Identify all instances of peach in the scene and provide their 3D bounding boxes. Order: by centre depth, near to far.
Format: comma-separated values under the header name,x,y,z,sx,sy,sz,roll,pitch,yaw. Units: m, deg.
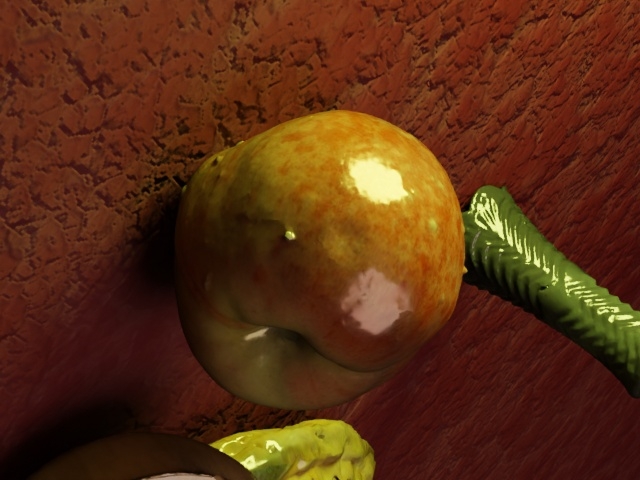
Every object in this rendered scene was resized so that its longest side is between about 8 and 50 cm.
name,x,y,z,sx,sy,sz,roll,pitch,yaw
peach,0.000,0.000,0.946,0.232,0.232,0.232,-38,150,-26

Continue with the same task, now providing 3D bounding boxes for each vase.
name,x,y,z,sx,sy,sz,roll,pitch,yaw
vase,0.232,0.053,1.300,0.115,0.237,0.115,-38,151,-26

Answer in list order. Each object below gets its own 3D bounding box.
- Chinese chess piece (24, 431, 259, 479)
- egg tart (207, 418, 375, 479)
name,x,y,z,sx,sy,sz,roll,pitch,yaw
Chinese chess piece,-0.137,0.272,1.010,0.257,0.104,0.257,-6,103,-27
egg tart,-0.086,0.365,1.252,0.443,0.178,0.443,-37,152,-24
